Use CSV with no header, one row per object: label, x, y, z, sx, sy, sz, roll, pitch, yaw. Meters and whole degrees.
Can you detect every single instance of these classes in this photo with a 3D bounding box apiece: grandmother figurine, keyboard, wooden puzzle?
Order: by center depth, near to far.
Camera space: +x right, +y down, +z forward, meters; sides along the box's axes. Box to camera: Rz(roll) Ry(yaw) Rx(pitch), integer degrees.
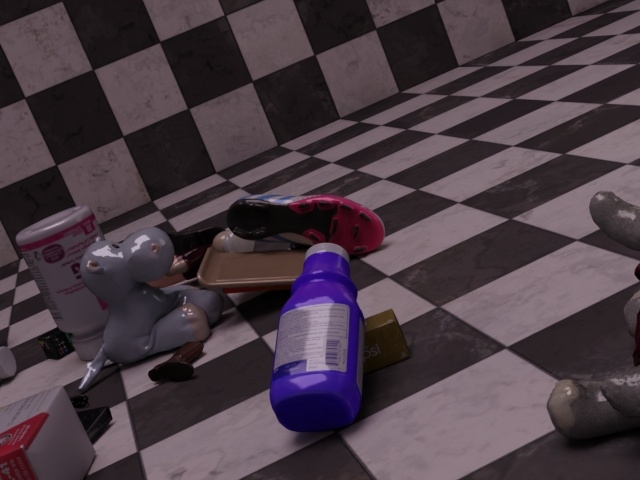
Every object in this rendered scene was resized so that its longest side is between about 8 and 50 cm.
keyboard,-0.477,0.323,1.732,0.317,0.033,0.201,-14,22,27
wooden puzzle,-0.108,0.059,2.001,0.238,0.044,0.221,2,15,0
grandmother figurine,-0.306,0.055,2.325,0.342,0.104,0.208,-22,8,3

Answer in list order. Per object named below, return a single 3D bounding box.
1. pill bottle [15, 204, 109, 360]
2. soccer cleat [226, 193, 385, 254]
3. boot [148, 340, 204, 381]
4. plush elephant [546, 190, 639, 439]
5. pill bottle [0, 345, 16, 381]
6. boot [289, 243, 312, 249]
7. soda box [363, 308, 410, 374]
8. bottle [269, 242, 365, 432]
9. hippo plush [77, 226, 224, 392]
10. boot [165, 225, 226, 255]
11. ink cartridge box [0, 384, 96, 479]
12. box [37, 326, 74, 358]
pill bottle,-0.480,0.086,2.095,0.160,0.283,0.160,-21,14,6
soccer cleat,-0.023,-0.045,2.098,0.331,0.116,0.143,7,11,15
boot,-0.227,0.203,1.797,0.106,0.037,0.114,-9,14,36
plush elephant,0.372,0.035,1.030,0.272,0.255,0.330,-33,17,-36
pill bottle,-0.712,0.273,2.180,0.137,0.078,0.078,-20,14,9
boot,0.000,0.000,2.180,0.121,0.045,0.099,-35,19,-30
soda box,0.032,0.162,1.485,0.181,0.061,0.058,-21,13,3
bottle,0.000,0.123,1.409,0.118,0.092,0.283,-9,42,13
hippo plush,-0.351,0.093,1.969,0.294,0.237,0.234,-22,14,1
boot,-0.342,0.015,2.542,0.263,0.091,0.229,-9,4,-13
ink cartridge box,-0.500,0.346,1.473,0.306,0.131,0.226,-20,14,4
box,-0.546,0.210,2.215,0.083,0.052,0.062,-32,16,-32
